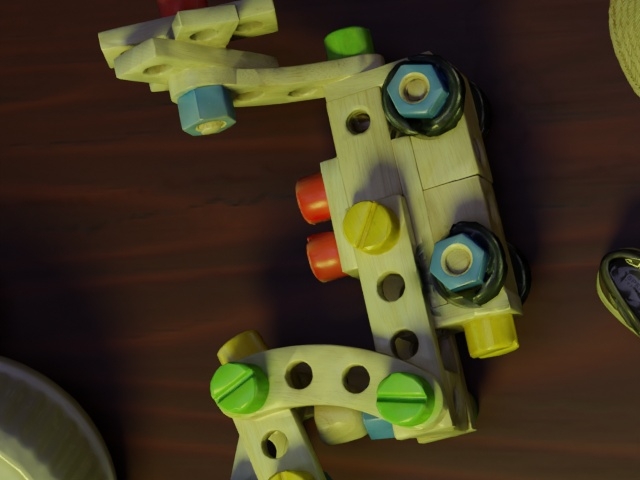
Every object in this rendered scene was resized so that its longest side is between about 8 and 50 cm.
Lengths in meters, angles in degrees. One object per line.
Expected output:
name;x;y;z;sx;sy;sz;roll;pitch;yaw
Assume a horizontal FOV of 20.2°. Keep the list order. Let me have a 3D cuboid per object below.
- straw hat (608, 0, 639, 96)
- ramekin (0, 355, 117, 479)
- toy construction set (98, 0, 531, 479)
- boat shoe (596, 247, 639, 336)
straw hat;0.226;-0.130;1.011;0.144;0.061;0.144;-2;85;19
ramekin;-0.226;0.176;1.074;0.207;0.109;0.207;0;100;-1
toy construction set;0.000;0.000;1.040;0.215;0.151;0.328;-16;91;17
boat shoe;0.214;0.059;1.003;0.152;0.049;0.056;36;96;18
